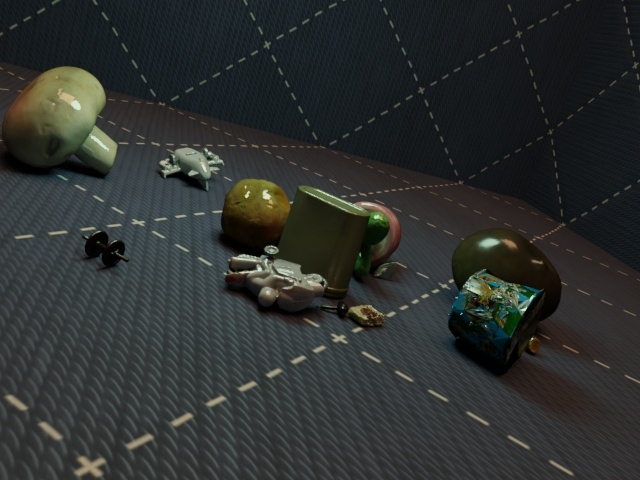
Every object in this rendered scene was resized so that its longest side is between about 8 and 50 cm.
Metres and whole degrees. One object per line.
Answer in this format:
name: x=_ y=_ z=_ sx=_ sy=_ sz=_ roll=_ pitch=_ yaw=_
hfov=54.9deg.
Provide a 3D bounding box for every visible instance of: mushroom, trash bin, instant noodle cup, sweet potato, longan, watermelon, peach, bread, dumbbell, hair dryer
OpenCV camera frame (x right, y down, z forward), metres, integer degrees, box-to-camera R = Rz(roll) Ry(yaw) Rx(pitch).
mushroom: x=-0.809 y=-0.386 z=1.950 sx=0.353 sy=0.325 sz=0.353 roll=13 pitch=11 yaw=-3
trash bin: x=0.000 y=0.000 z=1.707 sx=0.243 sy=0.247 sz=0.121 roll=25 pitch=18 yaw=26
instant noodle cup: x=0.451 y=0.195 z=1.599 sx=0.178 sy=0.240 sz=0.240 roll=27 pitch=20 yaw=30
sweet potato: x=0.575 y=0.276 z=1.759 sx=0.049 sy=0.049 sz=0.117 roll=7 pitch=17 yaw=-31
longan: x=0.576 y=0.111 z=1.913 sx=0.350 sy=0.288 sz=0.288 roll=33 pitch=21 yaw=11
watermelon: x=0.205 y=0.104 z=1.943 sx=0.061 sy=0.085 sz=0.085 roll=54 pitch=28 yaw=11
peach: x=-0.186 y=-0.067 z=1.824 sx=0.214 sy=0.214 sz=0.235 roll=7 pitch=32 yaw=-32
bread: x=0.118 y=0.192 z=1.591 sx=0.083 sy=0.035 sz=0.070 roll=-1 pitch=24 yaw=-39
dumbbell: x=-0.507 y=0.019 z=1.450 sx=0.147 sy=0.069 sz=0.069 roll=24 pitch=19 yaw=21
hair dryer: x=0.029 y=0.170 z=1.596 sx=0.083 sy=0.031 sz=0.079 roll=8 pitch=8 yaw=-6

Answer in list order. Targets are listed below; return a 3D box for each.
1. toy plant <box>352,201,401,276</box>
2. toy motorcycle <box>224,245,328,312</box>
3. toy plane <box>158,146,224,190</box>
toy plant: x=0.110 y=-0.005 z=1.938 sx=0.317 sy=0.210 sz=0.356 roll=-17 pitch=5 yaw=22
toy motorcycle: x=-0.115 y=0.105 z=1.527 sx=0.260 sy=0.110 sz=0.171 roll=14 pitch=29 yaw=5
toy plane: x=-0.475 y=-0.274 z=2.294 sx=0.245 sy=0.117 sz=0.244 roll=0 pitch=28 yaw=0
